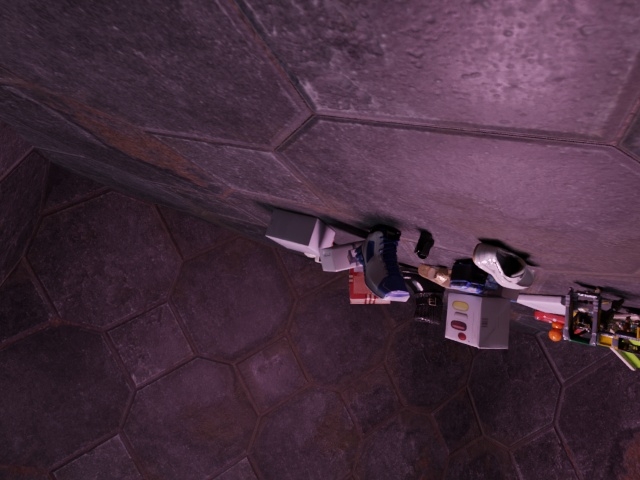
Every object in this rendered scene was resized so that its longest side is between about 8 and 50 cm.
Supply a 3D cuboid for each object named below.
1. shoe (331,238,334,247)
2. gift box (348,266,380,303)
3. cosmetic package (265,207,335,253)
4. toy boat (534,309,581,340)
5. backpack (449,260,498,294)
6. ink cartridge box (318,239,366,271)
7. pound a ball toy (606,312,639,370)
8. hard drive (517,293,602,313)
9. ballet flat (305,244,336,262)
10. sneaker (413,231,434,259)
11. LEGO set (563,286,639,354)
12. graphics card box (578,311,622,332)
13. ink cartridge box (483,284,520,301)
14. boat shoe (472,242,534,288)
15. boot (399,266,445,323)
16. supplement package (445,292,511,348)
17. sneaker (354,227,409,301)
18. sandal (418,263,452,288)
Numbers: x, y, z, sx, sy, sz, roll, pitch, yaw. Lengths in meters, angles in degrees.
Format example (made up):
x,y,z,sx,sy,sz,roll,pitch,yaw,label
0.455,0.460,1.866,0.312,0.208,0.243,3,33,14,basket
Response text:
x,y,z,sx,sy,sz,roll,pitch,yaw,label
0.000,0.000,2.031,0.063,0.081,0.177,10,171,43,shoe
0.279,0.206,2.252,0.254,0.277,0.258,4,166,6,gift box
-0.085,-0.029,1.851,0.224,0.138,0.224,13,170,25,cosmetic package
1.177,0.423,2.046,0.230,0.151,0.151,14,171,24,toy boat
0.619,0.155,1.631,0.173,0.117,0.158,17,173,-9,backpack
0.132,0.059,1.742,0.236,0.100,0.172,-11,180,-17,ink cartridge box
1.231,0.383,1.528,0.319,0.136,0.208,36,151,-24,pound a ball toy
1.044,0.289,1.847,0.202,0.040,0.307,19,171,-8,hard drive
-0.012,0.044,2.184,0.139,0.139,0.400,12,169,35,ballet flat
0.357,0.026,1.432,0.051,0.089,0.170,15,171,21,sneaker
0.988,0.240,1.394,0.254,0.192,0.331,-12,-166,-34,LEGO set
1.332,0.398,1.762,0.370,0.095,0.233,17,172,0,graphics card box
0.737,0.195,1.717,0.092,0.090,0.143,21,170,-20,ink cartridge box
0.603,0.091,1.306,0.276,0.098,0.096,24,171,-28,boat shoe
0.521,0.294,2.215,0.347,0.261,0.131,19,172,-12,boot
0.631,0.317,1.667,0.149,0.195,0.203,7,176,-19,supplement package
0.228,0.058,1.496,0.127,0.182,0.316,6,-146,-23,sneaker
0.544,0.160,1.906,0.239,0.088,0.079,17,179,44,sandal
